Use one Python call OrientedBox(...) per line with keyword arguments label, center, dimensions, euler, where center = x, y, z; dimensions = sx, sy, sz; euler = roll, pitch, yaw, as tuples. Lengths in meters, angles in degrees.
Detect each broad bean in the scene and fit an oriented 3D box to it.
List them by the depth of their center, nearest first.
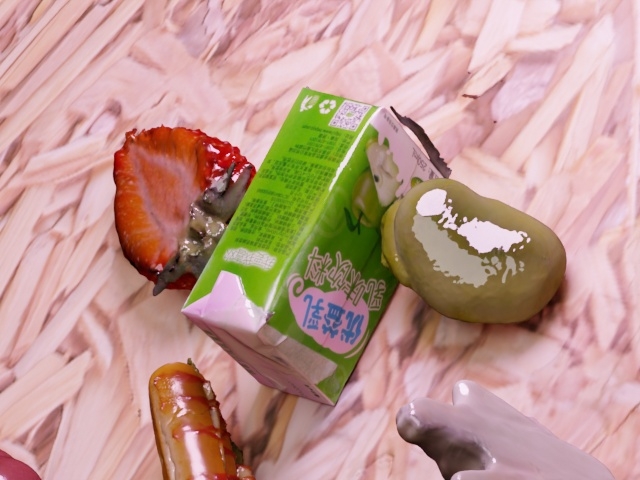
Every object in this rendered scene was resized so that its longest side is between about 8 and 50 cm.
OrientedBox(label="broad bean", center=(0.135, 0.010, 1.805), dimensions=(0.174, 0.082, 0.124), euler=(32, 77, 30))

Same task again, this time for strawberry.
OrientedBox(label="strawberry", center=(-0.142, -0.027, 2.025), dimensions=(0.228, 0.098, 0.174), euler=(20, 88, 53))

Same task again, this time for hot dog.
OrientedBox(label="hot dog", center=(-0.102, 0.220, 1.820), dimensions=(0.076, 0.104, 0.250), euler=(-23, 48, 5))

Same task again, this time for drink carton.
OrientedBox(label="drink carton", center=(0.000, 0.000, 1.861), dimensions=(0.108, 0.161, 0.271), euler=(13, 68, 38))

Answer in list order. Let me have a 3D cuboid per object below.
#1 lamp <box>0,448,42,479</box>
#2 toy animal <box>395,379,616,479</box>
OrientedBox(label="lamp", center=(-0.332, 0.289, 1.906), dimensions=(0.182, 0.140, 0.182), euler=(-8, 74, 31))
OrientedBox(label="toy animal", center=(0.158, 0.278, 1.561), dimensions=(0.308, 0.188, 0.266), euler=(30, 41, 13))
